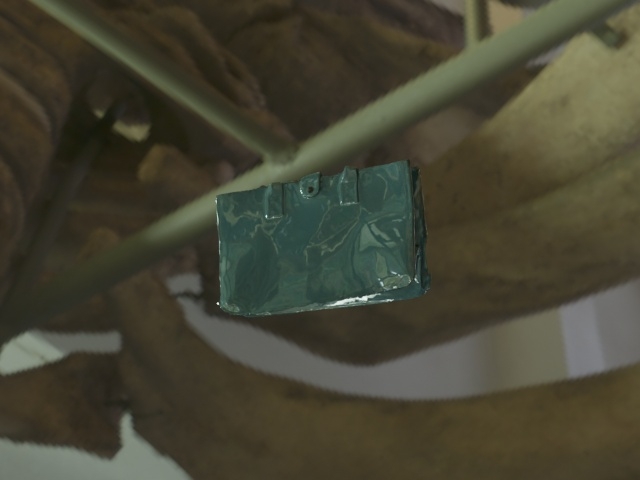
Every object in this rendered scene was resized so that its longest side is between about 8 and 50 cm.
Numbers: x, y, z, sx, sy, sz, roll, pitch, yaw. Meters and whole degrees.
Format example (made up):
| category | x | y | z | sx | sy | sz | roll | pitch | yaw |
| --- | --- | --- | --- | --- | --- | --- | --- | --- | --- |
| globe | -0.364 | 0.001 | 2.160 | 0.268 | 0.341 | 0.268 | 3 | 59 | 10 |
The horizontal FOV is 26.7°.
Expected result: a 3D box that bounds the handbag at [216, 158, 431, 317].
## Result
| category | x | y | z | sx | sy | sz | roll | pitch | yaw |
| --- | --- | --- | --- | --- | --- | --- | --- | --- | --- |
| handbag | 0.000 | 0.000 | 1.394 | 0.057 | 0.221 | 0.144 | 24 | -121 | -64 |
